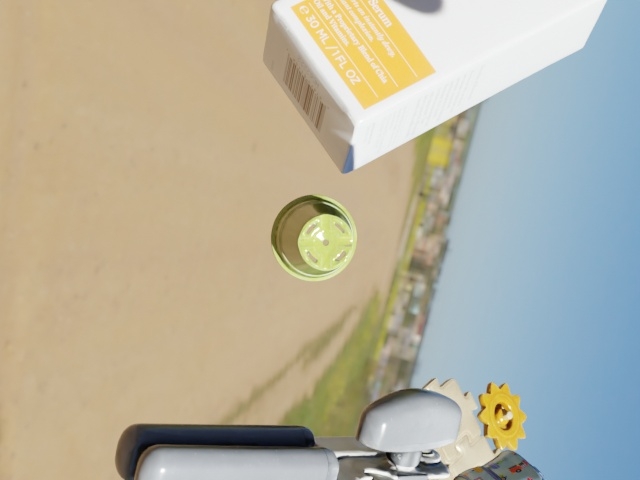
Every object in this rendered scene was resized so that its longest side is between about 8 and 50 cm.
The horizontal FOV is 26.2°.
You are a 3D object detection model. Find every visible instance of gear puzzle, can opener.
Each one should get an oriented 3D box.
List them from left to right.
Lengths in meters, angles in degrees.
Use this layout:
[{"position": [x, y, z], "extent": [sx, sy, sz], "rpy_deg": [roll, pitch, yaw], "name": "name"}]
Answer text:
[{"position": [-0.015, 0.152, 1.071], "extent": [0.076, 0.283, 0.095], "rpy_deg": [33, -67, 55], "name": "can opener"}, {"position": [0.137, 0.259, 1.606], "extent": [0.044, 0.175, 0.339], "rpy_deg": [-21, -171, 46], "name": "gear puzzle"}]

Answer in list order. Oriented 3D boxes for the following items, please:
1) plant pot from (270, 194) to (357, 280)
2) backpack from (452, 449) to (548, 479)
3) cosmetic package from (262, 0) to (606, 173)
[{"position": [0.000, 0.000, 1.276], "extent": [0.079, 0.083, 0.083], "rpy_deg": [-159, -96, -80], "name": "plant pot"}, {"position": [0.171, 0.302, 1.357], "extent": [0.158, 0.117, 0.173], "rpy_deg": [-140, -132, -65], "name": "backpack"}, {"position": [0.167, -0.313, 2.007], "extent": [0.453, 0.230, 0.161], "rpy_deg": [-29, 163, -19], "name": "cosmetic package"}]
